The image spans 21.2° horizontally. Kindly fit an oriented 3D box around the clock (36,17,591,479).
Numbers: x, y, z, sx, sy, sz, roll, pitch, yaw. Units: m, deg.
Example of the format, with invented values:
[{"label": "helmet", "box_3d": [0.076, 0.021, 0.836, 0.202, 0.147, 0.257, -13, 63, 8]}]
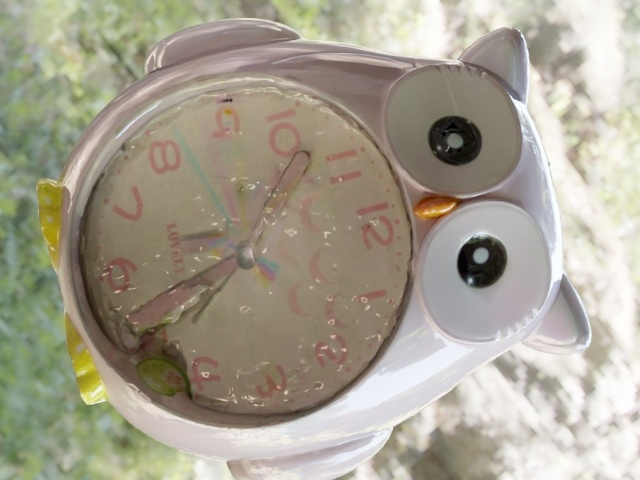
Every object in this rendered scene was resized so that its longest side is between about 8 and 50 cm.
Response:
[{"label": "clock", "box_3d": [0.000, 0.000, 1.337, 0.377, 0.368, 0.250, -13, 177, 6]}]
